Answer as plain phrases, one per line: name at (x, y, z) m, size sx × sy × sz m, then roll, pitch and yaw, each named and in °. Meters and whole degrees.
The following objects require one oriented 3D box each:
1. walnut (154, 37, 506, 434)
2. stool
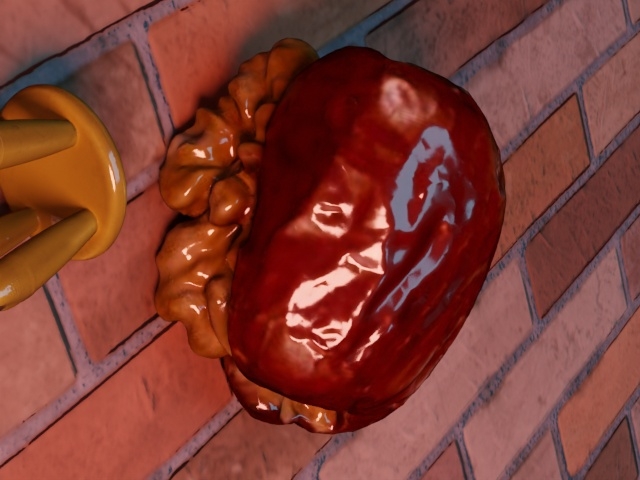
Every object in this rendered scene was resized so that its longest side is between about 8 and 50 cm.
walnut at (0.000, 0.000, 0.996) m, size 0.244 × 0.221 × 0.269 m, roll 22°, pitch 80°, yaw -19°
stool at (-0.188, -0.025, 0.806) m, size 0.135 × 0.134 × 0.110 m, roll 46°, pitch 40°, yaw 14°
